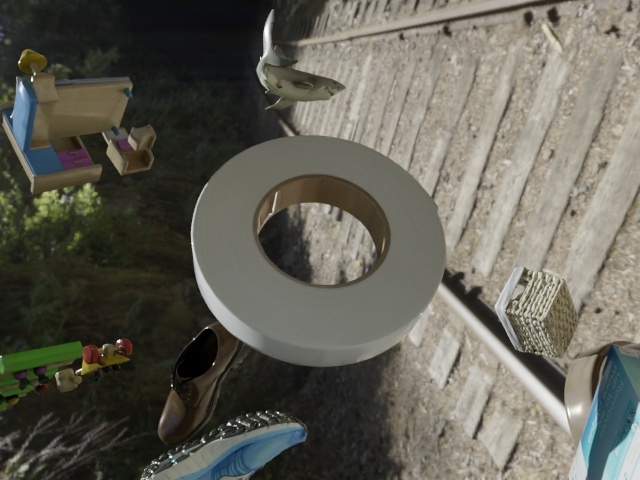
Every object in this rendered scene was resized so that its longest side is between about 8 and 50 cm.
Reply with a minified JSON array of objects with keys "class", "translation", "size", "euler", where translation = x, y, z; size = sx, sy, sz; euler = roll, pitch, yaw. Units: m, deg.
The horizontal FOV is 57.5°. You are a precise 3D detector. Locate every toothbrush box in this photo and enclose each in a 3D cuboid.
[{"class":"toothbrush box","translation":[0.378,0.278,0.642],"size":[0.295,0.126,0.217],"euler":[-38,-40,-69]}]

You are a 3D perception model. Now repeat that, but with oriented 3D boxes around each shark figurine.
[{"class":"shark figurine","translation":[-0.079,-0.347,1.154],"size":[0.278,0.166,0.116],"euler":[11,-110,-65]}]

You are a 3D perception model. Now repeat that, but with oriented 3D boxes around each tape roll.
[{"class":"tape roll","translation":[0.000,0.000,0.896],"size":[0.072,0.391,0.392],"euler":[102,173,-55]}]

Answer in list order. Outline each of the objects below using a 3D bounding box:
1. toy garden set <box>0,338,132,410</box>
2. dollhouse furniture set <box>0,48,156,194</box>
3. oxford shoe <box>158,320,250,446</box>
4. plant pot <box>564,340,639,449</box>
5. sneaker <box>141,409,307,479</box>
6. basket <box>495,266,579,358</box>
[{"class":"toy garden set","translation":[-0.412,0.215,0.849],"size":[0.244,0.203,0.049],"euler":[-32,74,30]},{"class":"dollhouse furniture set","translation":[-0.469,-0.277,1.138],"size":[0.198,0.286,0.303],"euler":[57,139,15]},{"class":"oxford shoe","translation":[-0.197,0.213,0.878],"size":[0.082,0.096,0.227],"euler":[33,100,29]},{"class":"plant pot","translation":[0.652,0.301,1.023],"size":[0.280,0.323,0.323],"euler":[-47,33,51]},{"class":"sneaker","translation":[-0.086,0.221,0.568],"size":[0.073,0.162,0.063],"euler":[70,163,-2]},{"class":"basket","translation":[0.440,0.149,1.172],"size":[0.103,0.167,0.113],"euler":[12,59,45]}]
